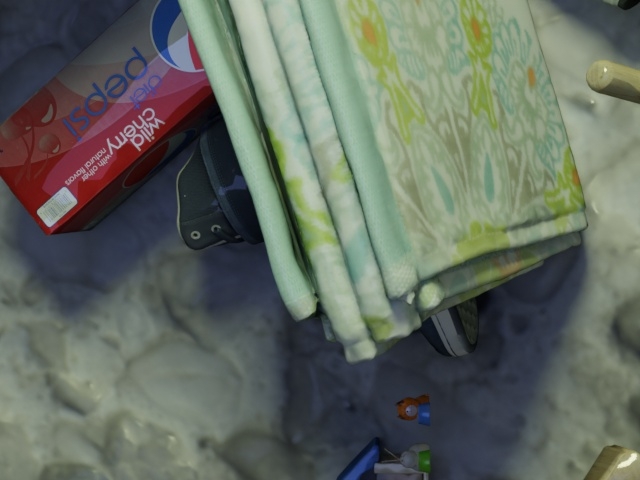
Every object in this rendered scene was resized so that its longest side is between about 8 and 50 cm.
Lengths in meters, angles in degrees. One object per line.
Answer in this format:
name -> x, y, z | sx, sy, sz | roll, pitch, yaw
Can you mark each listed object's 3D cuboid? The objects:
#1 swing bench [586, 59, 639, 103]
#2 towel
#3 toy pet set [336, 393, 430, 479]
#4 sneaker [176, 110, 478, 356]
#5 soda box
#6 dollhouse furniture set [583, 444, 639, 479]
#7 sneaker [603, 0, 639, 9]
swing bench -> 0.305, -0.178, 0.942 | 0.165, 0.255, 0.253 | 17, 98, 32
towel -> 0.033, -0.135, 0.981 | 0.090, 0.320, 0.374 | -16, 91, 29
toy pet set -> 0.041, 0.162, 1.098 | 0.065, 0.114, 0.122 | 0, 93, 3
sneaker -> 0.000, -0.001, 1.116 | 0.163, 0.086, 0.226 | -26, 95, 20
soda box -> -0.103, -0.116, 1.123 | 0.263, 0.092, 0.083 | -40, 84, 12
dollhouse furniture set -> 0.179, 0.353, 0.957 | 0.256, 0.362, 0.394 | 33, 89, 9
sneaker -> 0.209, -0.290, 1.041 | 0.108, 0.100, 0.271 | 26, 104, 17
